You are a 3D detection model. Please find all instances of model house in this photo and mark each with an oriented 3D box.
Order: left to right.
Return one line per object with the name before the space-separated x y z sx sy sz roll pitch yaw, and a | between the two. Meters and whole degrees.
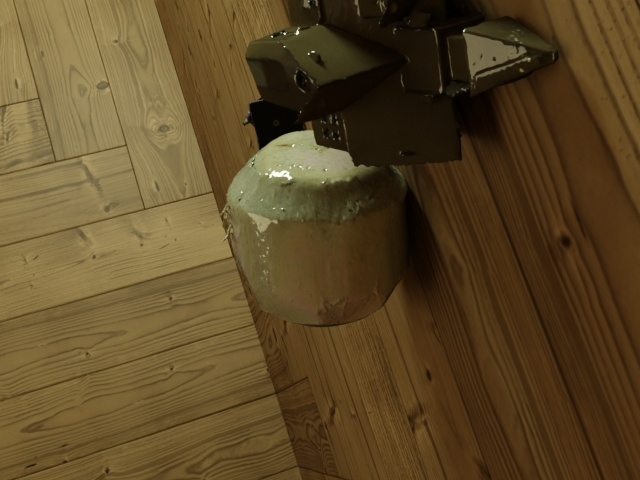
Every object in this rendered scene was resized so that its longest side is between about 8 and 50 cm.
model house | 0.071 -0.142 0.581 0.248 0.176 0.181 20 126 54

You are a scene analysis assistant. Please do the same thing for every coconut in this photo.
coconut | 0.000 0.000 0.869 0.224 0.224 0.234 -126 36 -55

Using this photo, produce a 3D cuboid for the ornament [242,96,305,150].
ornament | -0.094 -0.210 1.283 0.203 0.081 0.088 -140 36 -67
